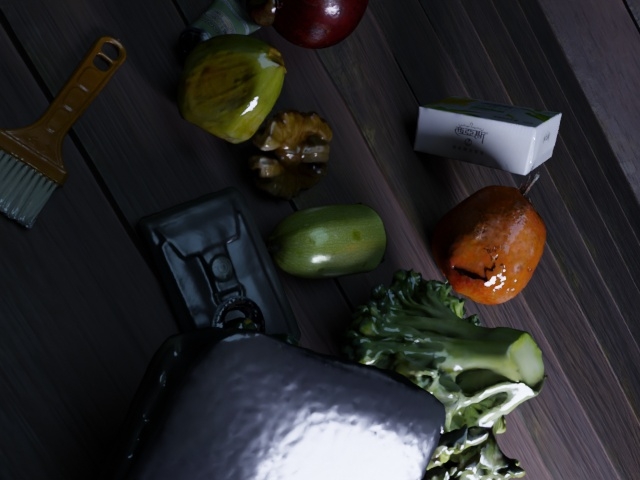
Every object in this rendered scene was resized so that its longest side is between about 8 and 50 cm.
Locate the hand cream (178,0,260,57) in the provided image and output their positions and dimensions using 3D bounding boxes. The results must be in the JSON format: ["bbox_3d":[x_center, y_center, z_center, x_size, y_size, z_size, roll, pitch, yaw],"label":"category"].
[{"bbox_3d":[-0.160,-0.347,0.900,0.086,0.055,0.235,50,36,-21],"label":"hand cream"}]

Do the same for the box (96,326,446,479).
[{"bbox_3d":[-0.058,0.271,0.567,0.350,0.091,0.359,25,91,-36],"label":"box"}]

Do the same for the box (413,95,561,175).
[{"bbox_3d":[0.366,-0.239,1.234,0.194,0.261,0.110,-29,128,-49],"label":"box"}]

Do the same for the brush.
[{"bbox_3d":[-0.310,-0.155,0.677,0.090,0.017,0.314,38,47,-28],"label":"brush"}]

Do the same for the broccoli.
[{"bbox_3d":[0.167,0.212,0.847,0.324,0.272,0.334,-21,90,-25],"label":"broccoli"}]

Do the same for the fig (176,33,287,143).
[{"bbox_3d":[-0.124,-0.217,0.787,0.154,0.166,0.144,-24,85,-49],"label":"fig"}]

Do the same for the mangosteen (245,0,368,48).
[{"bbox_3d":[-0.041,-0.445,0.967,0.258,0.215,0.215,-3,72,-18],"label":"mangosteen"}]

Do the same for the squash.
[{"bbox_3d":[0.000,0.000,0.850,0.187,0.123,0.122,-3,74,-44],"label":"squash"}]

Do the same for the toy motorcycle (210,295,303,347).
[{"bbox_3d":[-0.061,0.210,0.681,0.274,0.125,0.187,48,53,-26],"label":"toy motorcycle"}]

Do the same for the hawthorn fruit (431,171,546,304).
[{"bbox_3d":[0.355,-0.019,1.121,0.211,0.211,0.299,37,90,-29],"label":"hawthorn fruit"}]

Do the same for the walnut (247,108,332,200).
[{"bbox_3d":[-0.051,-0.137,0.885,0.170,0.069,0.142,-11,116,-52],"label":"walnut"}]

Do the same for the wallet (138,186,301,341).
[{"bbox_3d":[-0.125,0.058,0.748,0.169,0.052,0.245,-25,93,-44],"label":"wallet"}]
